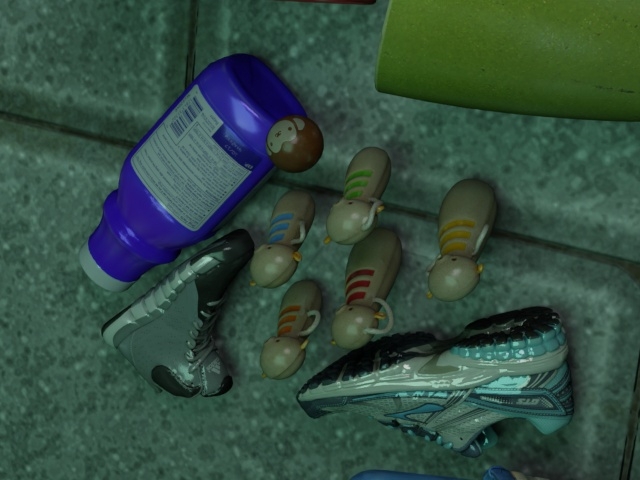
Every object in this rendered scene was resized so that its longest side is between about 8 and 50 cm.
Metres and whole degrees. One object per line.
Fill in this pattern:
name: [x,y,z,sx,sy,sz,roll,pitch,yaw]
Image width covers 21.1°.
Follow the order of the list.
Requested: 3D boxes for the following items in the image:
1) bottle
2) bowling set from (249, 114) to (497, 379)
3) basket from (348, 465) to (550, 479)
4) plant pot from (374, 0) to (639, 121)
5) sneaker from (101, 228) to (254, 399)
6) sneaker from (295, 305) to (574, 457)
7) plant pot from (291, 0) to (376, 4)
bottle: [-0.135,-0.057,1.702,0.118,0.092,0.283,48,121,7]
bowling set: [0.000,0.000,1.574,0.287,0.154,0.200,-35,112,32]
basket: [0.152,0.327,1.554,0.289,0.201,0.254,2,109,-4]
plant pot: [0.226,-0.204,1.390,0.293,0.275,0.275,19,113,6]
sneaker: [-0.114,0.087,1.745,0.229,0.086,0.132,-36,90,41]
sneaker: [0.106,0.153,1.622,0.283,0.110,0.122,-12,101,31]
plant pot: [-0.077,-0.335,1.510,0.275,0.275,0.243,6,97,27]
